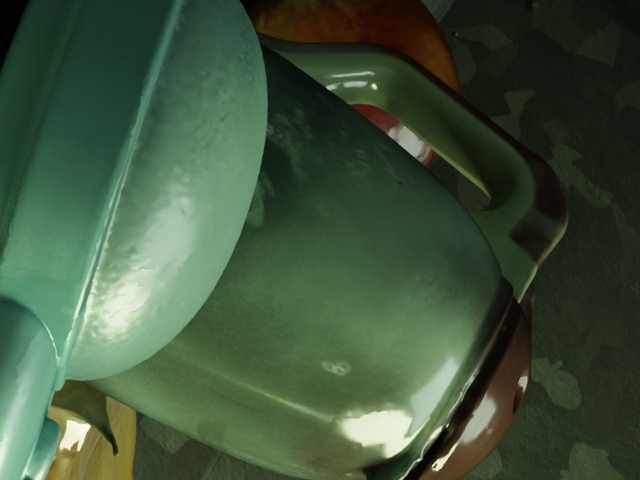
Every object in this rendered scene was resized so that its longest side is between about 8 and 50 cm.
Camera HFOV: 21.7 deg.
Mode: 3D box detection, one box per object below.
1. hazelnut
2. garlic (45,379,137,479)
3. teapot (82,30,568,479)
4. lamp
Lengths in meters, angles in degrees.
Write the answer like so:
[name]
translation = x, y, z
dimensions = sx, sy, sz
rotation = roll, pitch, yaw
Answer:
[hazelnut]
translation = 0.008, -0.128, 1.293
dimensions = 0.208, 0.208, 0.208
rotation = -54, 178, -3
[garlic]
translation = -0.210, 0.196, 1.108
dimensions = 0.286, 0.249, 0.313
rotation = -37, 150, -20
[teapot]
translation = 0.000, 0.000, 1.034
dimensions = 0.315, 0.312, 0.233
rotation = -57, 178, -35
[lamp]
translation = -0.113, -0.013, 0.743
dimensions = 0.284, 0.147, 0.209
rotation = -53, 179, -12
